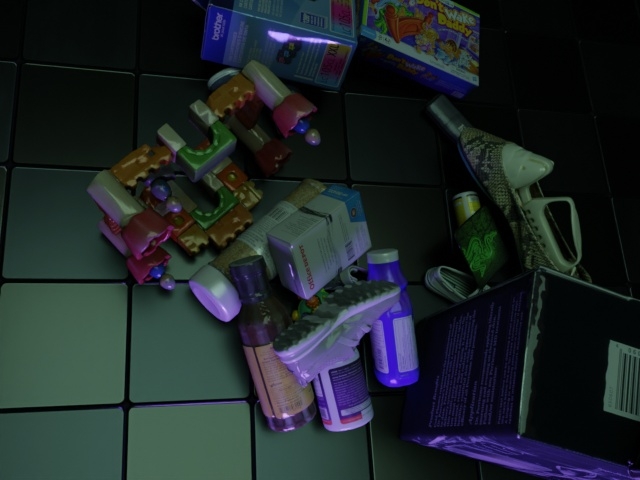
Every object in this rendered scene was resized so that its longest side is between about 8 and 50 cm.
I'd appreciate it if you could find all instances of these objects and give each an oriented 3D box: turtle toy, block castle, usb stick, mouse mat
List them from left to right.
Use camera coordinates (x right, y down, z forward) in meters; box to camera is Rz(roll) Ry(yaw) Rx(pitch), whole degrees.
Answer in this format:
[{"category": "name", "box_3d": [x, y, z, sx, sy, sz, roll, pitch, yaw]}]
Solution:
[{"category": "block castle", "box_3d": [-0.222, -0.115, 1.256, 0.213, 0.303, 0.453, 46, 68, 1]}, {"category": "turtle toy", "box_3d": [-0.010, 0.165, 1.344, 0.095, 0.066, 0.130, 13, 95, -20]}, {"category": "usb stick", "box_3d": [0.378, -0.262, 1.614, 0.077, 0.045, 0.278, -40, 87, -24]}, {"category": "mouse mat", "box_3d": [0.385, 0.011, 1.475, 0.189, 0.007, 0.153, -34, 101, -44]}]

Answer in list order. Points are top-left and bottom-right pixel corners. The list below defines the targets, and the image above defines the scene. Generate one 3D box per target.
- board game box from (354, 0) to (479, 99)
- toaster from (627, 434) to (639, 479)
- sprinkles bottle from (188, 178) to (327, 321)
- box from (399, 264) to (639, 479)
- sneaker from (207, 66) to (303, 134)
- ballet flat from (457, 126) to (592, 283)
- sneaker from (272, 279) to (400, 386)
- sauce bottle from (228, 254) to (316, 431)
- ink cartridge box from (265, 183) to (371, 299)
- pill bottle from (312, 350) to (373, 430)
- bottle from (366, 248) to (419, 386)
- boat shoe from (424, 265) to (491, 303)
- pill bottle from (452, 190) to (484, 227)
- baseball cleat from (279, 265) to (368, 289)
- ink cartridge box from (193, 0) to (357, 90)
[{"category": "board game box", "box_3d": [0.242, -0.528, 1.587, 0.347, 0.078, 0.233, 16, 66, -22]}, {"category": "toaster", "box_3d": [0.563, 0.289, 0.903, 0.110, 0.186, 0.168, 32, 68, 0]}, {"category": "sprinkles bottle", "box_3d": [-0.113, 0.014, 1.342, 0.121, 0.121, 0.355, 46, 67, 2]}, {"category": "box", "box_3d": [0.479, 0.304, 1.227, 0.480, 0.472, 0.297, 18, 70, -10]}, {"category": "sneaker", "box_3d": [-0.140, -0.326, 1.464, 0.226, 0.086, 0.163, -10, 73, -20]}, {"category": "ballet flat", "box_3d": [0.509, -0.084, 1.489, 0.164, 0.182, 0.483, -24, 88, -41]}, {"category": "sneaker", "box_3d": [0.042, 0.172, 1.213, 0.281, 0.105, 0.115, -30, 113, -18]}, {"category": "sauce bottle", "box_3d": [-0.098, 0.199, 1.231, 0.111, 0.111, 0.344, -18, 102, -20]}, {"category": "ink cartridge box", "box_3d": [0.000, 0.000, 1.296, 0.203, 0.148, 0.086, -37, 41, -28]}, {"category": "pill bottle", "box_3d": [0.037, 0.280, 1.283, 0.108, 0.108, 0.193, -15, 93, -20]}, {"category": "bottle", "box_3d": [0.148, 0.161, 1.327, 0.092, 0.118, 0.283, -9, 97, -11]}, {"category": "boat shoe", "box_3d": [0.354, 0.126, 1.464, 0.226, 0.076, 0.083, 21, 68, -9]}, {"category": "pill bottle", "box_3d": [0.365, -0.056, 1.533, 0.065, 0.065, 0.116, -3, 73, -17]}, {"category": "baseball cleat", "box_3d": [0.018, 0.074, 1.367, 0.206, 0.109, 0.072, 0, 78, -14]}, {"category": "ink cartridge box", "box_3d": [-0.124, -0.521, 1.457, 0.395, 0.151, 0.270, 9, 48, -11]}]
